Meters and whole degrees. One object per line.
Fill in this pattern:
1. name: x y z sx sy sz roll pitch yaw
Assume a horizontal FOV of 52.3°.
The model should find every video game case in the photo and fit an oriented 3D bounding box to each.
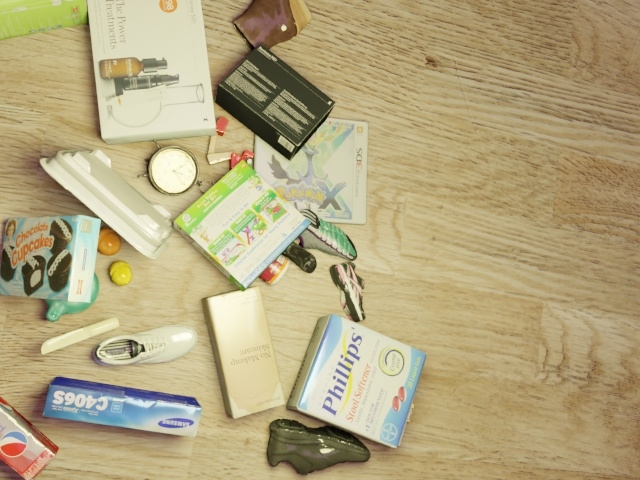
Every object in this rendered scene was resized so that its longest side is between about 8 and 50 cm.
1. video game case: -0.026 -0.201 1.823 0.329 0.036 0.299 3 84 -16

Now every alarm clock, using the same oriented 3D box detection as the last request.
1. alarm clock: -0.368 -0.173 1.701 0.192 0.064 0.129 26 85 -18

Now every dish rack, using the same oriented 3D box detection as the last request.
1. dish rack: -0.480 -0.105 1.546 0.333 0.285 0.072 44 93 -10

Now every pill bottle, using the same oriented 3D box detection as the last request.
1. pill bottle: -0.164 0.046 1.734 0.152 0.086 0.086 37 76 -10

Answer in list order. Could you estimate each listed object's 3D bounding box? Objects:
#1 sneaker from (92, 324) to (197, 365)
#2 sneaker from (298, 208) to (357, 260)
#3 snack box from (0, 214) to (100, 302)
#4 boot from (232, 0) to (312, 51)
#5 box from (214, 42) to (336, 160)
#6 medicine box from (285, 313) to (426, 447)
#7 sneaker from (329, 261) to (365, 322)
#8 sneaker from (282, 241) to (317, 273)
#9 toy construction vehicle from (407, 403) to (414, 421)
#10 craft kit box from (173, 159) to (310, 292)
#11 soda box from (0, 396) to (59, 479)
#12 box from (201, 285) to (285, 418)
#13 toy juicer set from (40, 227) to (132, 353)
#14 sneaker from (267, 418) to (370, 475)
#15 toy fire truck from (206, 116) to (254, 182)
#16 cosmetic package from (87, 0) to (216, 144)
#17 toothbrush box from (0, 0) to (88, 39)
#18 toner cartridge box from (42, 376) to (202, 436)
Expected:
1. sneaker: -0.434 0.270 1.630 0.258 0.091 0.094 -11 89 -17
2. sneaker: 0.000 0.000 1.808 0.224 0.098 0.083 37 33 -27
3. snack box: -0.627 0.040 1.488 0.060 0.322 0.187 13 79 -51
4. boot: -0.160 -0.656 1.792 0.207 0.090 0.248 -39 100 -18
5. box: -0.121 -0.369 1.740 0.261 0.103 0.184 39 66 -1
6. medicine box: 0.094 0.372 1.732 0.289 0.149 0.263 24 73 -10
7. sneaker: 0.096 0.139 1.816 0.077 0.072 0.178 -23 98 -28
8. sneaker: -0.081 0.026 1.773 0.051 0.089 0.170 -55 138 -9
9. toy construction vehicle: 0.223 0.459 1.842 0.086 0.035 0.098 14 81 -15
10. craft kit box: -0.198 -0.040 1.661 0.246 0.061 0.250 45 69 1
11. soda box: -0.741 0.441 1.522 0.263 0.092 0.083 46 74 -8
12. box: -0.201 0.283 1.684 0.148 0.121 0.311 -14 89 -18
13. toy juicer set: -0.577 0.116 1.610 0.209 0.089 0.328 5 75 -29
14. sneaker: -0.009 0.563 1.740 0.287 0.109 0.130 14 91 -8
15. toy fire truck: -0.254 -0.219 1.750 0.135 0.047 0.192 26 79 -13
16. cosmetic package: -0.429 -0.449 1.671 0.285 0.097 0.377 -7 87 -10
17. toothbrush box: -0.719 -0.585 1.558 0.283 0.206 0.122 -19 91 -17
18. toner cartridge box: -0.472 0.399 1.570 0.348 0.165 0.075 13 83 -15
